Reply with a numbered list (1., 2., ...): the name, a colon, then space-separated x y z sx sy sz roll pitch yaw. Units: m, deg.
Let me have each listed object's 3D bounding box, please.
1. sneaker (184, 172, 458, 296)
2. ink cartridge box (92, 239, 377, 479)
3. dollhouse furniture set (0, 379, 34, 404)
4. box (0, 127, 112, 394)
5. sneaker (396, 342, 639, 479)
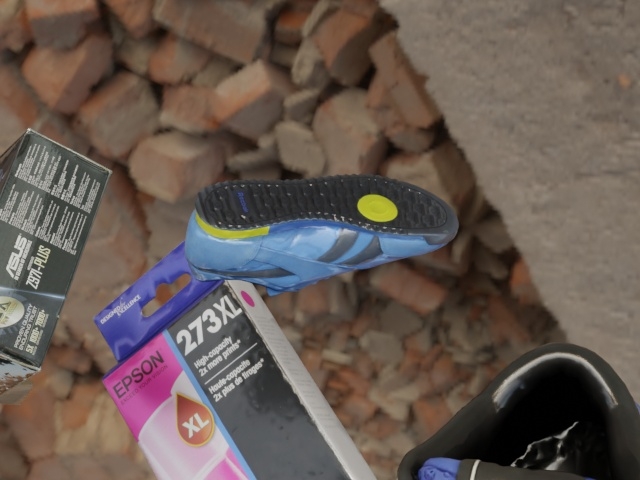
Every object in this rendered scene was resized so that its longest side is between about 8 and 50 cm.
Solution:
1. sneaker: 0.000 0.000 1.052 0.209 0.069 0.082 -2 131 -12
2. ink cartridge box: -0.093 0.170 1.346 0.176 0.371 0.069 -40 156 15
3. dollhouse furniture set: -0.371 0.132 1.271 0.151 0.144 0.123 41 100 24
4. box: -0.251 0.026 1.071 0.078 0.180 0.147 28 149 -23
5. sneaker: 0.069 0.174 0.565 0.127 0.315 0.182 9 155 19
